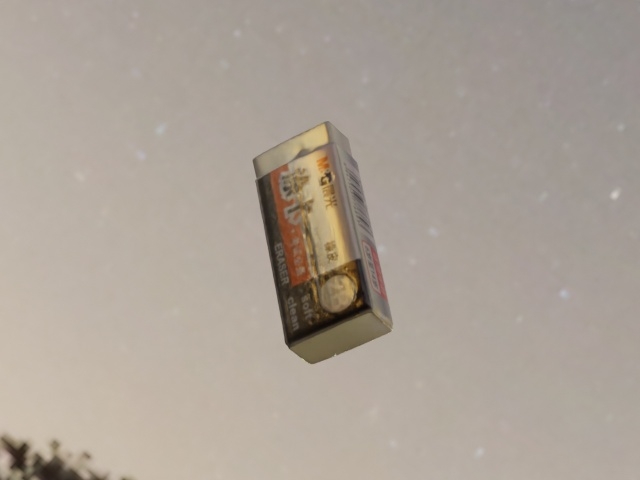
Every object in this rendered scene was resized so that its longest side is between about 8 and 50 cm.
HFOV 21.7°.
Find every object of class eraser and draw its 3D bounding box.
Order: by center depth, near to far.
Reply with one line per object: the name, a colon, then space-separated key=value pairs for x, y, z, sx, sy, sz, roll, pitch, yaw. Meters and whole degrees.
eraser: x=0.000 y=0.000 z=0.865 sx=0.029 sy=0.052 sz=0.122 roll=41 pitch=30 yaw=-51
